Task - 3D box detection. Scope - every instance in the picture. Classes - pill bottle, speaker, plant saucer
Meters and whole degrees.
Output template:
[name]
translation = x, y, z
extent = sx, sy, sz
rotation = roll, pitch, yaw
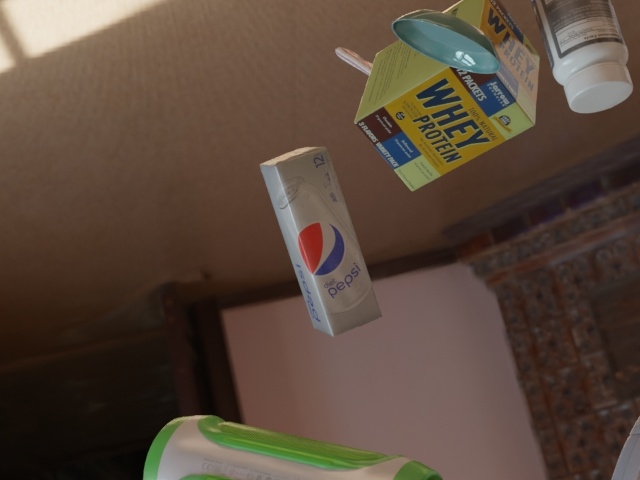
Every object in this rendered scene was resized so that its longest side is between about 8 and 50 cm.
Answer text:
[pill bottle]
translation = 0.269, -0.205, 1.150
extent = 0.078, 0.137, 0.078
rotation = -10, 160, -4
[speaker]
translation = -0.030, 0.256, 1.132
extent = 0.296, 0.131, 0.131
rotation = 7, 173, 29
[plant saucer]
translation = 0.131, -0.205, 1.142
extent = 0.119, 0.021, 0.119
rotation = 22, 175, 2

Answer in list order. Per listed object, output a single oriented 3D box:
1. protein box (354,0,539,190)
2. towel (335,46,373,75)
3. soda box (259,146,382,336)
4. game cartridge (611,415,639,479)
[protein box]
translation = 0.179, -0.211, 1.552
extent = 0.201, 0.200, 0.136
rotation = -29, 116, 30
[towel]
translation = 0.131, -0.306, 2.100
extent = 0.197, 0.144, 0.029
rotation = 15, 107, -50
[soda box]
translation = 0.000, 0.000, 1.759
extent = 0.091, 0.286, 0.098
rotation = -21, -169, -16
[game cartridge]
translation = 0.462, 0.376, 1.495
extent = 0.196, 0.294, 0.060
rotation = 32, 153, -20
